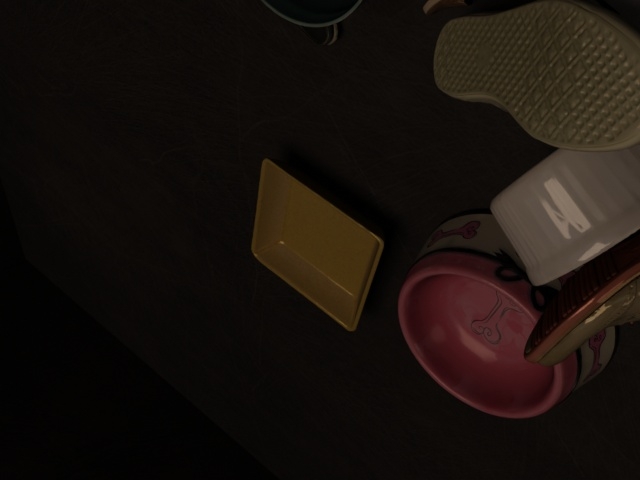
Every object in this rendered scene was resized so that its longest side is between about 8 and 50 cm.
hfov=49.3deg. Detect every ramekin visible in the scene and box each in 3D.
[{"bbox_3d":[0.368,-0.070,0.954,0.135,0.277,0.277,55,145,7],"label":"ramekin"}]

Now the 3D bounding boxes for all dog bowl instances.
[{"bbox_3d":[0.322,0.154,1.301,0.408,0.150,0.408,29,139,29],"label":"dog bowl"}]

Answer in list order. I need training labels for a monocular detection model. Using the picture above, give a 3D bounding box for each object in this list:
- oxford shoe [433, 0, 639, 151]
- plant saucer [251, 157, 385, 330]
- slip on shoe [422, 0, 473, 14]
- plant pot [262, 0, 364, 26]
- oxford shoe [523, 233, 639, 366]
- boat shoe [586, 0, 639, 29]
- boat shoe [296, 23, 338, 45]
[{"bbox_3d":[0.292,-0.219,0.889,0.449,0.130,0.169,-131,47,-65],"label":"oxford shoe"},{"bbox_3d":[0.000,0.000,1.576,0.332,0.081,0.333,36,142,19],"label":"plant saucer"},{"bbox_3d":[0.211,-0.368,1.046,0.135,0.051,0.041,-24,100,46],"label":"slip on shoe"},{"bbox_3d":[0.022,-0.488,1.017,0.293,0.196,0.293,29,140,29],"label":"plant pot"},{"bbox_3d":[0.463,0.078,1.000,0.146,0.140,0.397,41,121,-1],"label":"oxford shoe"},{"bbox_3d":[0.424,-0.261,0.842,0.335,0.119,0.121,51,155,9],"label":"boat shoe"},{"bbox_3d":[-0.063,-0.438,1.260,0.233,0.079,0.084,49,143,0],"label":"boat shoe"}]
